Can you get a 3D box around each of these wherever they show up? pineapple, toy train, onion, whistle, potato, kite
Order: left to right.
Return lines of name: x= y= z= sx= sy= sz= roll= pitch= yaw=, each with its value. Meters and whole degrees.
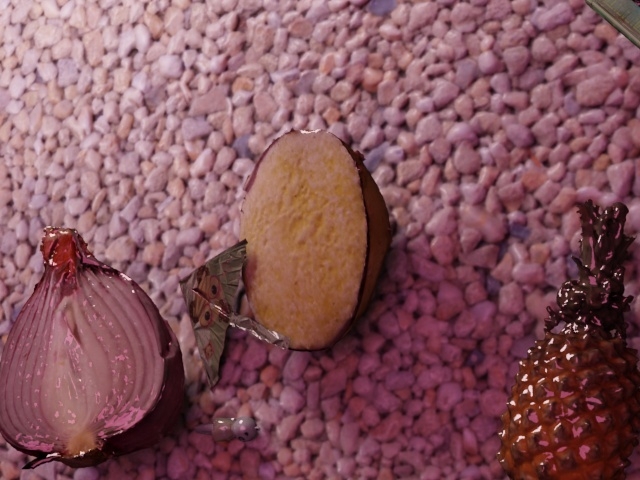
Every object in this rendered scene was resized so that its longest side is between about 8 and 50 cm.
onion: x=-0.318 y=0.156 z=1.715 sx=0.267 sy=0.159 sz=0.348 roll=-11 pitch=66 yaw=8
whistle: x=-0.128 y=0.261 z=1.676 sx=0.100 sy=0.035 sz=0.035 roll=-4 pitch=76 yaw=23
kite: x=-0.124 y=0.106 z=1.683 sx=0.250 sy=0.012 sz=0.229 roll=26 pitch=111 yaw=45
potato: x=0.000 y=0.000 z=1.644 sx=0.239 sy=0.116 sz=0.299 roll=-3 pitch=86 yaw=37
pineapple: x=0.319 y=0.130 z=1.455 sx=0.175 sy=0.175 sz=0.361 roll=11 pitch=82 yaw=24
toy train: x=0.419 y=-0.296 z=1.586 sx=0.071 sy=0.038 sz=0.148 roll=-46 pitch=66 yaw=9
